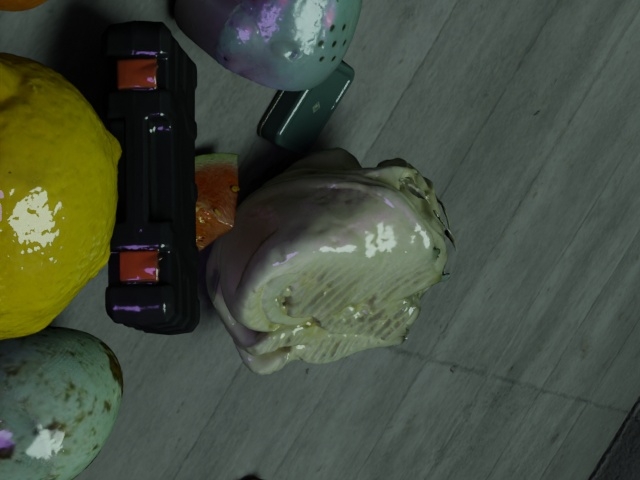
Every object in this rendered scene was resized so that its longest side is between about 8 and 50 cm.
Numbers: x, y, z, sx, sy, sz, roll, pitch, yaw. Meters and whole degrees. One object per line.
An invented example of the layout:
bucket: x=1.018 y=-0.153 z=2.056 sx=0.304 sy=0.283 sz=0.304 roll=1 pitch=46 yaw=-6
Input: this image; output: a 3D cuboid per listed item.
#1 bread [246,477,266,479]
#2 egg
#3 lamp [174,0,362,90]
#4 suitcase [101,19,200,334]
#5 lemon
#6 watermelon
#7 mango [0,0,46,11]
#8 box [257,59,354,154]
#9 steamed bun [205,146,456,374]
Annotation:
bread: x=-0.102 y=0.375 z=2.577 sx=0.113 sy=0.060 sz=0.082 roll=-47 pitch=153 yaw=-14
egg: x=-0.294 y=0.170 z=1.942 sx=0.231 sy=0.169 sz=0.169 roll=-35 pitch=146 yaw=-47
lamp: x=0.012 y=-0.291 z=1.870 sx=0.247 sy=0.247 sz=0.301 roll=-9 pitch=134 yaw=-51
suitcase: x=-0.161 y=-0.055 z=1.824 sx=0.206 sy=0.066 sz=0.285 roll=53 pitch=36 yaw=-83
lemon: x=-0.293 y=-0.040 z=1.663 sx=0.233 sy=0.233 sz=0.288 roll=-31 pitch=141 yaw=-39
watermelon: x=-0.126 y=-0.043 z=2.064 sx=0.135 sy=0.094 sz=0.125 roll=-51 pitch=146 yaw=-17
mango: x=-0.280 y=-0.288 z=1.519 sx=0.175 sy=0.139 sz=0.254 roll=-58 pitch=147 yaw=-24
box: x=-0.014 y=-0.160 z=2.179 sx=0.126 sy=0.031 sz=0.091 roll=-58 pitch=153 yaw=5
steamed bun: x=0.000 y=0.000 z=2.213 sx=0.280 sy=0.207 sz=0.268 roll=-12 pitch=145 yaw=-13
